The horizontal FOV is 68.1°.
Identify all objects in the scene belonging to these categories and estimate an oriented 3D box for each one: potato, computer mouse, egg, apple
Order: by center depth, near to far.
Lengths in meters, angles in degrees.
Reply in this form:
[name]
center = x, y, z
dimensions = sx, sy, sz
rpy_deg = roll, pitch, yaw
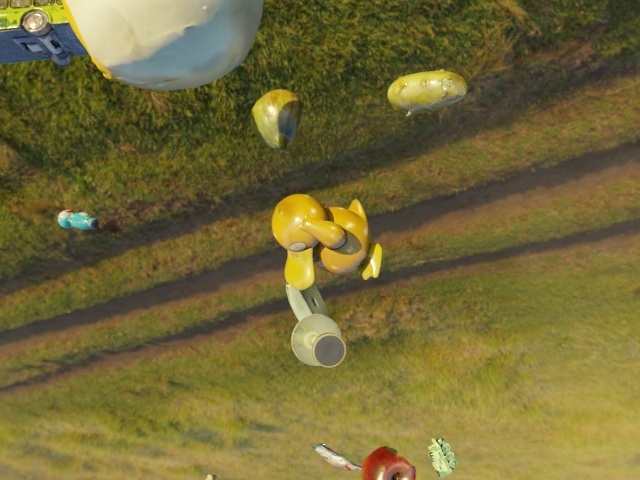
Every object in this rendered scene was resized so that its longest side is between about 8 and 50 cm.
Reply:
[egg]
center = -0.222, -0.392, 0.691
dimensions = 0.283, 0.345, 0.283
rpy_deg = 4, 178, 0
[potato]
center = 0.220, -0.312, 1.008
dimensions = 0.188, 0.085, 0.105
rpy_deg = 4, 176, 44
[apple]
center = 0.188, 0.687, 1.376
dimensions = 0.147, 0.156, 0.158
rpy_deg = -22, 171, -23
[computer mouse]
center = -0.047, 0.184, 1.411
dimensions = 0.068, 0.229, 0.113
rpy_deg = -26, 180, 29

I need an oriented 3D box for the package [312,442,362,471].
[package]
center = 0.051, 0.734, 1.594
dimensions = 0.166, 0.040, 0.232
rpy_deg = 28, 155, 3

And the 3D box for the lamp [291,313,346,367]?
[lamp]
center = -0.005, 0.230, 1.085
dimensions = 0.121, 0.121, 0.214
rpy_deg = 4, 175, -12

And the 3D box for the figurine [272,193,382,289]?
[figurine]
center = 0.007, -0.005, 1.011
dimensions = 0.228, 0.215, 0.215
rpy_deg = -11, 158, -34

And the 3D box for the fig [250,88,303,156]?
[fig]
center = -0.096, -0.265, 1.159
dimensions = 0.149, 0.245, 0.149
rpy_deg = -7, 138, -6

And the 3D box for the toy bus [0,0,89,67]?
[toy bus]
center = -0.535, -0.386, 0.830
dimensions = 0.301, 0.139, 0.113
rpy_deg = -7, 168, -4

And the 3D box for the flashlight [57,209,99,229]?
[flashlight]
center = -0.626, -0.049, 1.229
dimensions = 0.129, 0.051, 0.051
rpy_deg = 10, 156, 25

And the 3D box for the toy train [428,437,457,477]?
[toy train]
center = 0.265, 0.473, 1.039
dimensions = 0.053, 0.083, 0.033
rpy_deg = -28, -167, -6

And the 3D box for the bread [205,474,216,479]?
[bread]
center = -0.291, 0.764, 1.181
dimensions = 0.171, 0.192, 0.314
rpy_deg = 4, 114, 10
